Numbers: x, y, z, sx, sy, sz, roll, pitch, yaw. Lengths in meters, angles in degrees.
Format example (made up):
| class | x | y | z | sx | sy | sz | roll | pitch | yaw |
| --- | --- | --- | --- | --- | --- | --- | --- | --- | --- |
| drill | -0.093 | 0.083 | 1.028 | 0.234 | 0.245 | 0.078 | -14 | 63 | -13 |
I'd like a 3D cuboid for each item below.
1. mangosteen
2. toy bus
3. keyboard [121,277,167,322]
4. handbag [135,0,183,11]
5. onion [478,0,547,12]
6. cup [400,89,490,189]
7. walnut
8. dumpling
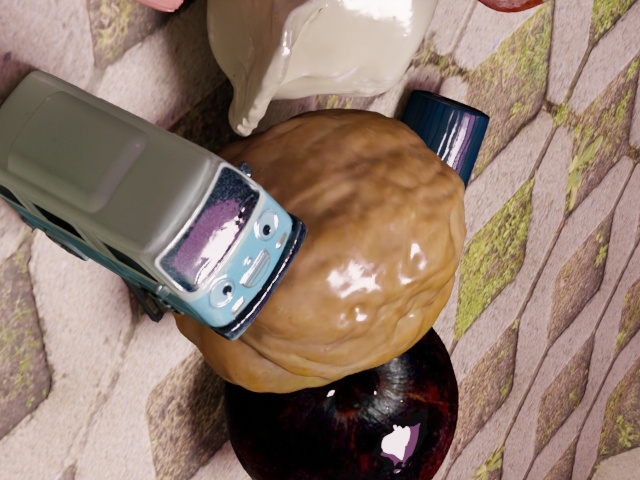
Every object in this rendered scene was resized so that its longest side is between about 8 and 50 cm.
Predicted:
| class | x | y | z | sx | sy | sz | roll | pitch | yaw |
| --- | --- | --- | --- | --- | --- | --- | --- | --- | --- |
| mangosteen | 0.024 | 0.208 | 1.745 | 0.300 | 0.300 | 0.300 | -39 | 144 | -36 |
| toy bus | -0.165 | -0.039 | 1.228 | 0.133 | 0.271 | 0.165 | -57 | 148 | -11 |
| keyboard | -0.189 | 0.026 | 1.510 | 0.055 | 0.014 | 0.176 | -55 | 151 | -20 |
| handbag | -0.145 | -0.313 | 1.208 | 0.157 | 0.059 | 0.212 | 7 | 106 | -63 |
| onion | 0.225 | -0.374 | 1.727 | 0.195 | 0.159 | 0.159 | 42 | 76 | -31 |
| cup | 0.141 | -0.121 | 1.851 | 0.113 | 0.150 | 0.138 | 15 | 102 | -26 |
| walnut | 0.003 | 0.002 | 1.519 | 0.344 | 0.306 | 0.306 | -36 | 142 | -38 |
| dumpling | 0.001 | -0.253 | 1.446 | 0.395 | 0.233 | 0.315 | -57 | -174 | -38 |
